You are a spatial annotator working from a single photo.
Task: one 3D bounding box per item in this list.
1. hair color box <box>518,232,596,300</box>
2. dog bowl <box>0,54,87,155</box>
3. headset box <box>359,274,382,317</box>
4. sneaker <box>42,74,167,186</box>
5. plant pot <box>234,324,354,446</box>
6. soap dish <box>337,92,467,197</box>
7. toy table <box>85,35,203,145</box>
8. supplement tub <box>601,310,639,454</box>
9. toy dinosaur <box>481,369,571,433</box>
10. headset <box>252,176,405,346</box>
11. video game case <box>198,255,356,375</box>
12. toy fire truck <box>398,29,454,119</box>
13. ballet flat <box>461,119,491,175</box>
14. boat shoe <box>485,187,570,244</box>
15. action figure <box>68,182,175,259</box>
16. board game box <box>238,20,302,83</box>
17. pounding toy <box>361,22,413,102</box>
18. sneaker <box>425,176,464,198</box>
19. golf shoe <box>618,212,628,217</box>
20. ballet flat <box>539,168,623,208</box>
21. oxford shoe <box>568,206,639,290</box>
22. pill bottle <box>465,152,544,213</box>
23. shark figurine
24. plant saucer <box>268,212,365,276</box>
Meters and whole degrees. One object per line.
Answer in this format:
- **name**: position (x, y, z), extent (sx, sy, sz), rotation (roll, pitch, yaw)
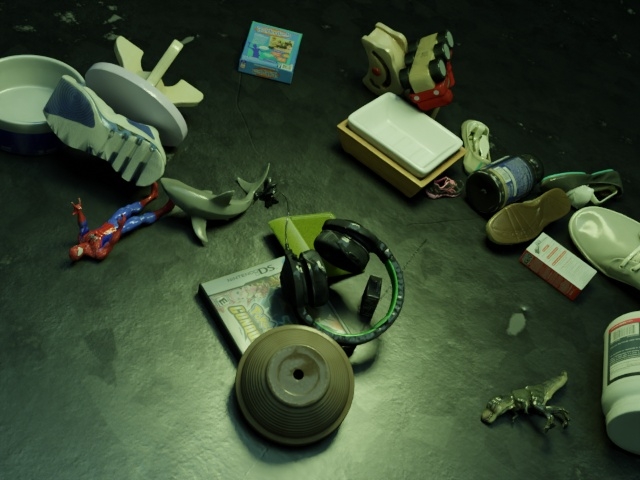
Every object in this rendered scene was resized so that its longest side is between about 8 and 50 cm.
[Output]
- **hair color box**: position (0.603, 0.065, 1.895), extent (0.167, 0.053, 0.093), rotation (40, 52, 17)
- **dog bowl**: position (-0.707, -0.332, 1.820), extent (0.265, 0.104, 0.265), rotation (9, 47, -9)
- **headset box**: position (0.115, 0.124, 1.675), extent (0.032, 0.083, 0.062), rotation (15, 46, -3)
- **sneaker**: position (-0.487, -0.246, 1.761), extent (0.315, 0.127, 0.182), rotation (38, 9, -3)
- **plant pot**: position (-0.045, 0.269, 1.433), extent (0.237, 0.110, 0.237), rotation (3, 68, -7)
- **soap dish**: position (0.217, -0.258, 2.021), extent (0.291, 0.118, 0.229), rotation (39, 50, 17)
- **toy table**: position (-0.431, -0.380, 1.871), extent (0.274, 0.252, 0.161), rotation (43, 52, -25)
- **supplement tub**: position (0.713, 0.306, 1.619), extent (0.191, 0.191, 0.272), rotation (21, 47, 2)
- **toy dinosaur**: position (0.475, 0.352, 1.600), extent (0.268, 0.064, 0.118), rotation (-13, 48, -30)
- **headset**: position (0.010, 0.038, 1.569), extent (0.243, 0.185, 0.394), rotation (-40, 81, -16)
- **video game case**: position (-0.094, 0.165, 1.610), extent (0.248, 0.035, 0.275), rotation (-18, 57, -29)
- **toy fire truck**: position (0.316, -0.424, 2.088), extent (0.158, 0.246, 0.217), rotation (-11, 41, 30)
- **ballet flat**: position (0.454, -0.286, 2.142), extent (0.086, 0.086, 0.248), rotation (12, 47, -6)
- **boat shoe**: position (0.538, -0.052, 1.970), extent (0.285, 0.089, 0.104), rotation (-20, 84, -27)
- **action figure**: position (-0.443, -0.059, 1.641), extent (0.091, 0.139, 0.280), rotation (34, 51, 16)
- **board game box**: position (-0.148, -0.564, 2.231), extent (0.160, 0.047, 0.210), rotation (13, 48, -4)
- **pounding toy**: position (0.216, -0.527, 2.199), extent (0.154, 0.269, 0.155), rotation (25, 64, 39)
- **sneaker**: position (0.341, -0.148, 2.003), extent (0.119, 0.057, 0.047), rotation (-13, 52, -27)
- **golf shoe**: position (0.859, -0.006, 2.024), extent (0.086, 0.067, 0.186), rotation (-11, 53, -27)
- **ballet flat**: position (0.750, -0.146, 2.103), extent (0.280, 0.095, 0.096), rotation (-8, 65, -23)
- **oxford shoe**: position (0.833, 0.060, 1.887), extent (0.169, 0.130, 0.449), rotation (-47, 70, -1)
- **pill bottle**: position (0.505, -0.163, 2.018), extent (0.219, 0.123, 0.123), rotation (-24, 60, -35)
- **shark figurine**: position (-0.217, -0.100, 1.747), extent (0.278, 0.116, 0.166), rotation (-10, 68, -42)
- **plant saucer**: position (0.000, 0.000, 1.750), extent (0.188, 0.045, 0.188), rotation (-7, 50, -38)
